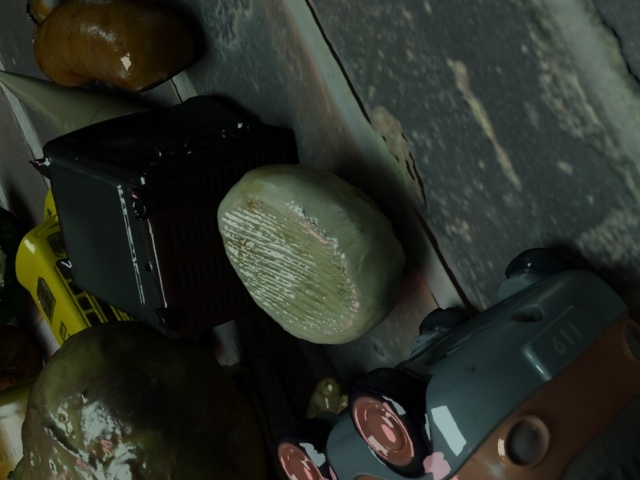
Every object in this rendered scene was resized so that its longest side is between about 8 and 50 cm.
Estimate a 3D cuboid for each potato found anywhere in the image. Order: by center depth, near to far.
[{"bbox_3d":[-0.158,0.219,1.015,0.288,0.301,0.237,34,145,-15],"label":"potato"}]

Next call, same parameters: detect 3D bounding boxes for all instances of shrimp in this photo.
[{"bbox_3d":[-0.367,-0.357,1.316,0.161,0.049,0.166,59,155,13],"label":"shrimp"}]

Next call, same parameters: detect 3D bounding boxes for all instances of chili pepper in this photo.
[{"bbox_3d":[-0.540,0.034,1.751,0.148,0.116,0.265,35,137,26],"label":"chili pepper"}]

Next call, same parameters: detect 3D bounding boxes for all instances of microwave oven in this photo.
[{"bbox_3d":[-0.151,-0.033,1.042,0.247,0.178,0.188,19,125,50],"label":"microwave oven"}]

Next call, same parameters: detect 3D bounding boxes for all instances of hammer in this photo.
[{"bbox_3d":[-0.032,0.225,1.056,0.152,0.044,0.427,87,165,-62],"label":"hammer"}]

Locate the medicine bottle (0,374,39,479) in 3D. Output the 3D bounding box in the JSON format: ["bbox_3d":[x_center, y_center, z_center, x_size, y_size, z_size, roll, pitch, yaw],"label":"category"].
[{"bbox_3d":[-0.330,0.372,1.498,0.224,0.224,0.385,-20,90,58],"label":"medicine bottle"}]

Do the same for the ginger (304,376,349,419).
[{"bbox_3d":[0.065,0.197,0.942,0.213,0.074,0.137,21,142,54],"label":"ginger"}]

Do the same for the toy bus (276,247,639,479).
[{"bbox_3d":[0.121,0.161,0.736,0.232,0.194,0.287,57,147,5],"label":"toy bus"}]

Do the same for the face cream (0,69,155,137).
[{"bbox_3d":[-0.299,-0.149,1.280,0.341,0.084,0.137,23,166,49],"label":"face cream"}]

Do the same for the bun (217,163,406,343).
[{"bbox_3d":[0.000,0.000,0.902,0.183,0.102,0.183,28,141,26],"label":"bun"}]

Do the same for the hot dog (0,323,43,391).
[{"bbox_3d":[-0.594,0.196,1.843,0.259,0.175,0.114,42,111,48],"label":"hot dog"}]

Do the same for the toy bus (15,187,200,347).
[{"bbox_3d":[-0.279,0.066,1.315,0.330,0.152,0.144,55,146,22],"label":"toy bus"}]

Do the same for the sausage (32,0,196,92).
[{"bbox_3d":[-0.228,-0.214,1.130,0.270,0.108,0.109,18,122,52],"label":"sausage"}]

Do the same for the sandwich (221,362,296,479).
[{"bbox_3d":[-0.064,0.214,1.161,0.193,0.058,0.163,32,132,47],"label":"sandwich"}]
